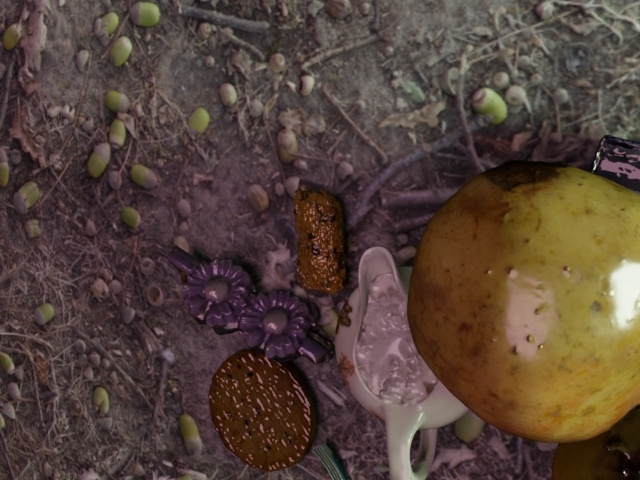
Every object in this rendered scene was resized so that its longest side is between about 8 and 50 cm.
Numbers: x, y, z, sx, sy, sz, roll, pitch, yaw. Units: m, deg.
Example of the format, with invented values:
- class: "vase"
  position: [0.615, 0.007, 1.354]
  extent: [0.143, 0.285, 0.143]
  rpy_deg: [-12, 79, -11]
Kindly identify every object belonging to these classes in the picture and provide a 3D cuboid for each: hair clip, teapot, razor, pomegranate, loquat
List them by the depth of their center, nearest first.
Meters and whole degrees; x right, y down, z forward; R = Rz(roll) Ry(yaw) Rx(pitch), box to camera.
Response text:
- class: "pomegranate"
  position: [0.223, 0.057, 0.772]
  extent: [0.281, 0.281, 0.281]
  rpy_deg: [5, 101, 29]
- class: "loquat"
  position: [0.350, 0.250, 0.799]
  extent: [0.213, 0.213, 0.213]
  rpy_deg: [5, 101, 29]
- class: "teapot"
  position: [0.111, 0.148, 0.954]
  extent: [0.204, 0.139, 0.298]
  rpy_deg: [-11, 92, 28]
- class: "razor"
  position: [0.040, 0.376, 1.089]
  extent: [0.068, 0.037, 0.191]
  rpy_deg: [-28, 82, 34]
- class: "hair clip"
  position: [-0.109, 0.097, 1.107]
  extent: [0.292, 0.084, 0.106]
  rpy_deg: [27, 67, 21]

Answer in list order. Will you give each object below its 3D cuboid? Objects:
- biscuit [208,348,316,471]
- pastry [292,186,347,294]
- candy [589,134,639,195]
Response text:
- class: "biscuit"
  position: [-0.087, 0.251, 1.146]
  extent: [0.188, 0.027, 0.187]
  rpy_deg: [6, 102, 30]
- class: "pastry"
  position: [0.000, 0.000, 1.041]
  extent: [0.080, 0.056, 0.140]
  rpy_deg: [11, 110, 35]
- class: "candy"
  position: [0.432, -0.039, 0.769]
  extent: [0.312, 0.088, 0.061]
  rpy_deg: [21, 104, 26]
